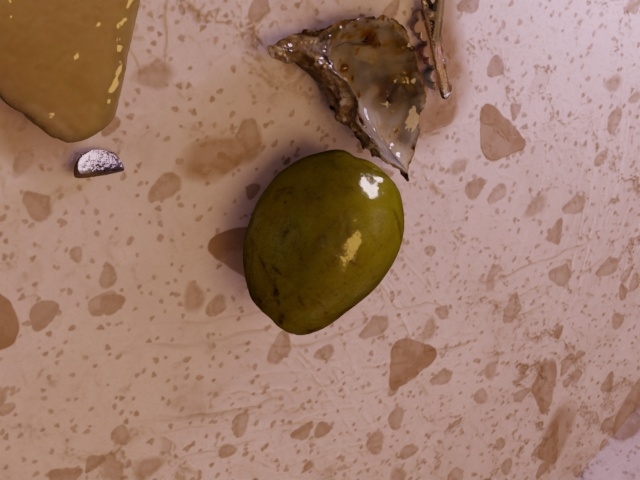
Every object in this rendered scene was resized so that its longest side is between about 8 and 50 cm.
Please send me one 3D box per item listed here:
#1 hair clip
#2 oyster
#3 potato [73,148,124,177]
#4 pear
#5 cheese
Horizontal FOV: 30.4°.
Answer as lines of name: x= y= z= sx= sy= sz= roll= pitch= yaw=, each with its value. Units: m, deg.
hair clip: x=0.192 y=-0.340 z=2.036 sx=0.062 sy=0.056 sz=0.214 roll=-45 pitch=143 yaw=-33
oyster: x=0.072 y=-0.270 z=1.958 sx=0.396 sy=0.111 sz=0.204 roll=43 pitch=66 yaw=-42
potato: x=-0.339 y=-0.113 z=1.750 sx=0.093 sy=0.036 sz=0.037 roll=-11 pitch=83 yaw=-54
pear: x=0.000 y=0.000 z=1.933 sx=0.253 sy=0.253 sz=0.307 roll=26 pitch=106 yaw=-43
cheese: x=-0.357 y=-0.354 z=1.560 sx=0.384 sy=0.104 sz=0.384 roll=-17 pitch=121 yaw=-31
